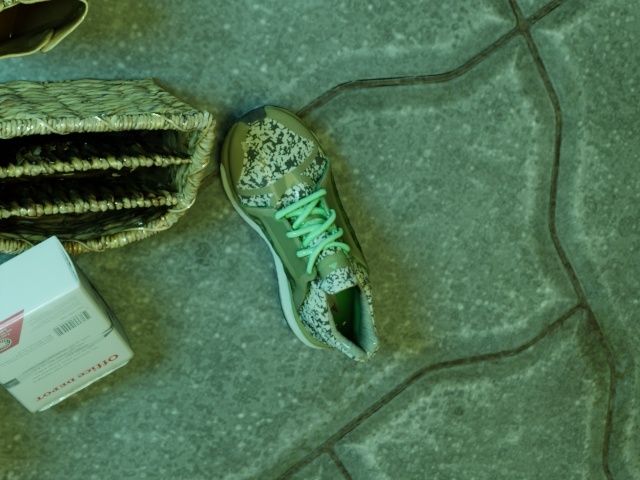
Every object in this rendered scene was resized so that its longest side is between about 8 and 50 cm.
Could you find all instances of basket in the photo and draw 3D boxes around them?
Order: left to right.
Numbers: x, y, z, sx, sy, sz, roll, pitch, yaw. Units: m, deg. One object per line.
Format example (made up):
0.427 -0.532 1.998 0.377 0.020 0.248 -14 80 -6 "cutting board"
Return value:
-0.301 -0.074 1.555 0.299 0.223 0.213 -5 111 -27 "basket"

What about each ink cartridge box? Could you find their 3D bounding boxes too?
-0.348 0.111 1.615 0.158 0.092 0.218 -29 148 -5 "ink cartridge box"

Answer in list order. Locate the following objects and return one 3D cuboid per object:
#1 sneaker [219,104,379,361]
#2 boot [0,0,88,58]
0.000 0.000 1.760 0.158 0.182 0.410 -32 120 -13 "sneaker"
-0.292 -0.294 1.480 0.295 0.211 0.104 -32 121 -13 "boot"
